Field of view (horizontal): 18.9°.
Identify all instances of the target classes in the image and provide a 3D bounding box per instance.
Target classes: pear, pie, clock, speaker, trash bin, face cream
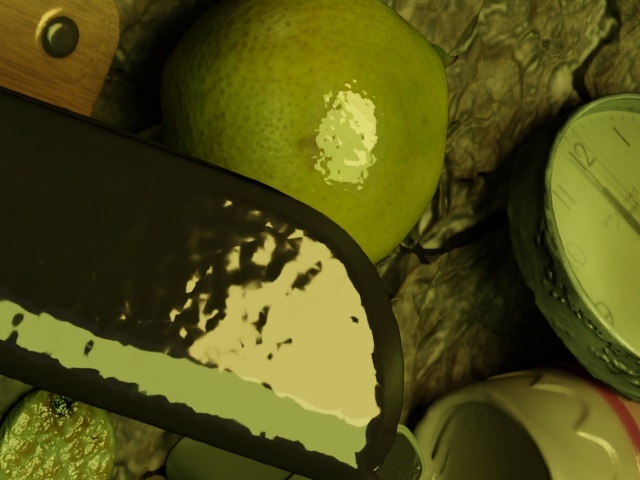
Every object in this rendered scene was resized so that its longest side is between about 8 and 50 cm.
[{"bbox_3d":[-0.033,-0.066,1.122,0.216,0.166,0.180,1,113,5],"label":"pear"},{"bbox_3d":[-0.160,0.128,1.164,0.085,0.017,0.085,-11,110,-34],"label":"pie"},{"bbox_3d":[0.231,0.003,1.304,0.226,0.049,0.226,15,59,-27],"label":"clock"},{"bbox_3d":[-0.131,-0.031,0.956,0.388,0.180,0.184,21,94,-18],"label":"speaker"},{"bbox_3d":[-0.017,0.142,1.199,0.116,0.130,0.059,-38,123,-20],"label":"trash bin"},{"bbox_3d":[0.182,0.169,1.323,0.195,0.175,0.175,-4,107,-36],"label":"face cream"}]

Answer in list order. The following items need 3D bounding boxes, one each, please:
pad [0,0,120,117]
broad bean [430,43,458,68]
[{"bbox_3d":[-0.263,-0.052,1.035,0.286,0.018,0.284,21,91,-40],"label":"pad"},{"bbox_3d":[0.001,0.000,1.224,0.060,0.043,0.297,37,83,-28],"label":"broad bean"}]
